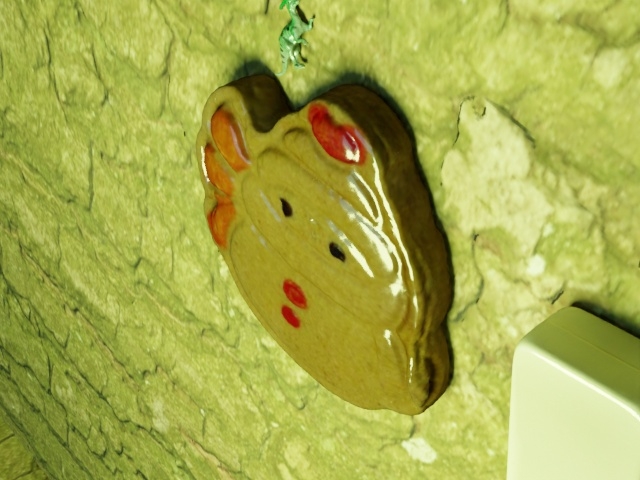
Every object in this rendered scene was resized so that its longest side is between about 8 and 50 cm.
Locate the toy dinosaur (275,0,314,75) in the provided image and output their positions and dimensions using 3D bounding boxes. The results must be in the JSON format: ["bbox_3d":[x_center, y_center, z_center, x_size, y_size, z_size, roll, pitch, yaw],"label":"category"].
[{"bbox_3d":[-0.031,-0.185,0.997,0.083,0.021,0.062,-12,99,54],"label":"toy dinosaur"}]

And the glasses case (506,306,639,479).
[{"bbox_3d":[0.227,0.207,0.924,0.131,0.070,0.313,30,140,38],"label":"glasses case"}]

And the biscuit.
[{"bbox_3d":[0.000,0.000,1.080,0.359,0.074,0.381,41,148,23],"label":"biscuit"}]
